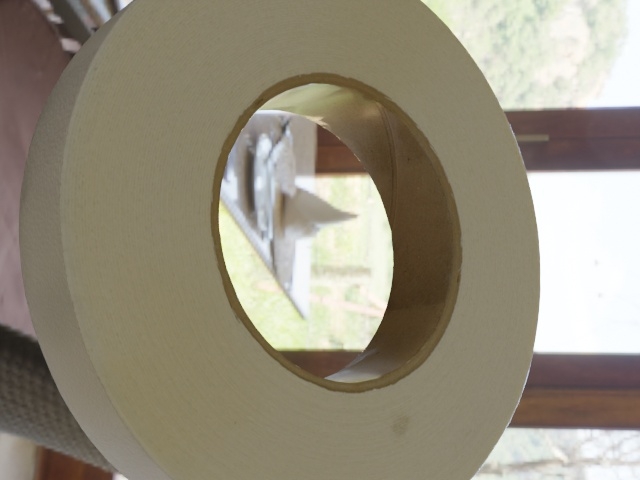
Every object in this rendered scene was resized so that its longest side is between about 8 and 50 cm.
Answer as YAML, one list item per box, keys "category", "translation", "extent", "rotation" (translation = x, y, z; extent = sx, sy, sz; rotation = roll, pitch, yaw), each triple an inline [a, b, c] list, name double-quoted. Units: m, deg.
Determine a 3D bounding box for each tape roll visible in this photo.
- category: "tape roll"
  translation: [0.000, 0.000, 0.585]
  extent: [0.072, 0.392, 0.392]
  rotation: [-13, -107, 51]
